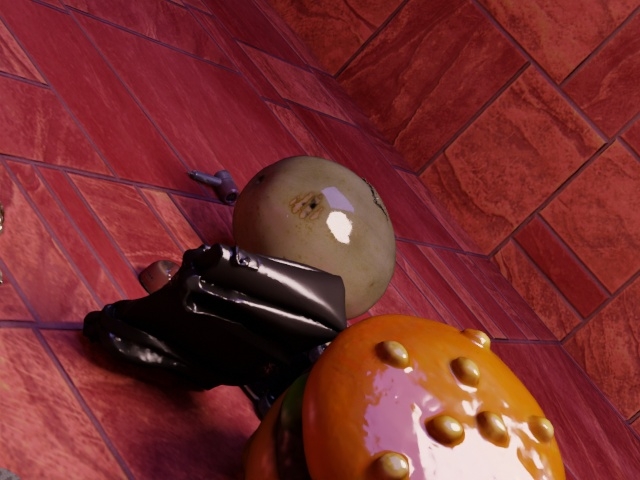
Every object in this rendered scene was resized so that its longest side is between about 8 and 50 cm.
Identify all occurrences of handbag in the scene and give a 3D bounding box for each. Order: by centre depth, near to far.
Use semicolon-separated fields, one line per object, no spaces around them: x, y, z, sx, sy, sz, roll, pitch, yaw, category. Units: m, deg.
-0.139;0.103;1.598;0.257;0.285;0.113;25;51;-43;handbag

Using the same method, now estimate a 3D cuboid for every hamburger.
0.114;0.296;1.510;0.396;0.277;0.396;19;47;-22;hamburger

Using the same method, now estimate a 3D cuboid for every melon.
0.000;0.000;2.166;0.330;0.268;0.268;46;15;-24;melon

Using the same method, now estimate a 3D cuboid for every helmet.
-0.231;0.056;1.864;0.065;0.049;0.084;51;18;25;helmet

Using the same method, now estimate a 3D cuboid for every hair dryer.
-0.211;-0.113;2.347;0.114;0.037;0.063;18;31;-41;hair dryer

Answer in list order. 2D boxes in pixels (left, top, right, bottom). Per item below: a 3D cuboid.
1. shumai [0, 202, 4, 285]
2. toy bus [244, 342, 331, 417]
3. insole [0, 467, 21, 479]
-0.417;0.014;1.412;0.116;0.145;0.145;61;21;17;shumai
0.027;0.253;1.844;0.305;0.143;0.179;48;15;12;toy bus
-0.335;0.272;1.189;0.065;0.006;0.193;43;17;-6;insole
